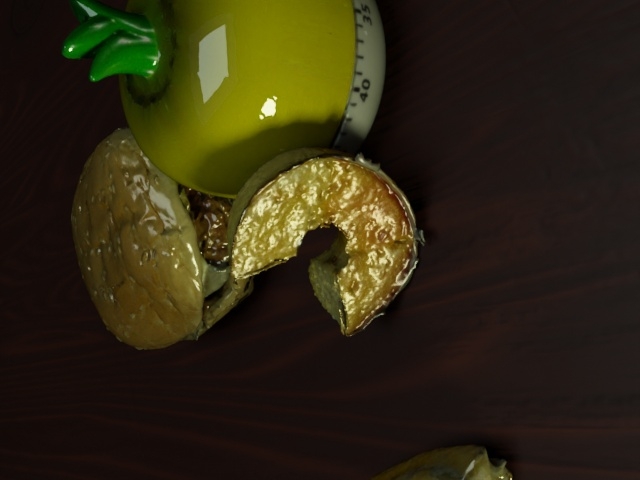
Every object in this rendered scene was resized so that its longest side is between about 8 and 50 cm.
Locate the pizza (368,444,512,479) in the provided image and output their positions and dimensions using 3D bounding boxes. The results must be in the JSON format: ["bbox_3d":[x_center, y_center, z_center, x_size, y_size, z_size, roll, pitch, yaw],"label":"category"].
[{"bbox_3d":[0.109,0.320,0.547,0.189,0.071,0.297,-26,72,46],"label":"pizza"}]

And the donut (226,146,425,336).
[{"bbox_3d":[0.005,-0.010,0.596,0.146,0.181,0.078,-55,32,8],"label":"donut"}]

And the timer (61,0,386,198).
[{"bbox_3d":[-0.104,-0.168,0.629,0.285,0.285,0.286,2,93,49],"label":"timer"}]

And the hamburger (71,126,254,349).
[{"bbox_3d":[-0.200,-0.003,0.830,0.283,0.144,0.260,-42,66,43],"label":"hamburger"}]
